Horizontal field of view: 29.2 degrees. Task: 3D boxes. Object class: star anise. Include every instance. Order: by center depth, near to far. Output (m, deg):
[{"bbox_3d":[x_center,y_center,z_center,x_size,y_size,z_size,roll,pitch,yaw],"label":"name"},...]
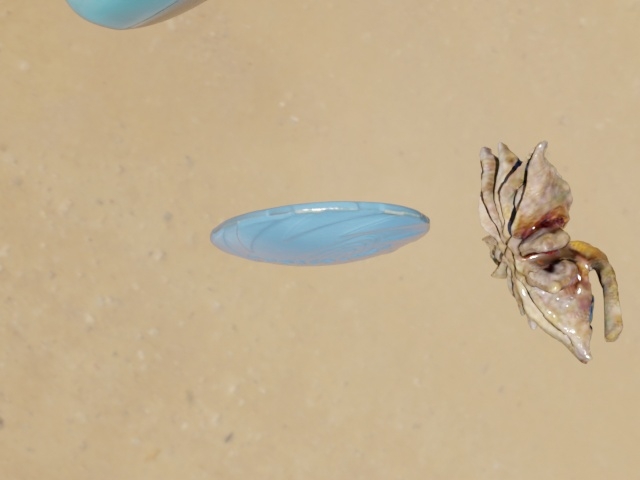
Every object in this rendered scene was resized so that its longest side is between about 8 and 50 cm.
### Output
[{"bbox_3d":[0.286,0.009,1.574,0.109,0.349,0.292,-25,94,-8],"label":"star anise"}]

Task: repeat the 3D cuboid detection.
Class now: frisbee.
[{"bbox_3d":[0.001,0.005,1.587,0.289,0.289,0.049,9,73,-47],"label":"frisbee"}]

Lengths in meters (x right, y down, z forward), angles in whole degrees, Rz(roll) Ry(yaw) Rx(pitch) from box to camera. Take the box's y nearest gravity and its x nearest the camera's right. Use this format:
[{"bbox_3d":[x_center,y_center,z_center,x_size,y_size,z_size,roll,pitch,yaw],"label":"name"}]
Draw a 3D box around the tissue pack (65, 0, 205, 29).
[{"bbox_3d":[-0.237,-0.395,1.412,0.206,0.198,0.287,-17,88,-54],"label":"tissue pack"}]
